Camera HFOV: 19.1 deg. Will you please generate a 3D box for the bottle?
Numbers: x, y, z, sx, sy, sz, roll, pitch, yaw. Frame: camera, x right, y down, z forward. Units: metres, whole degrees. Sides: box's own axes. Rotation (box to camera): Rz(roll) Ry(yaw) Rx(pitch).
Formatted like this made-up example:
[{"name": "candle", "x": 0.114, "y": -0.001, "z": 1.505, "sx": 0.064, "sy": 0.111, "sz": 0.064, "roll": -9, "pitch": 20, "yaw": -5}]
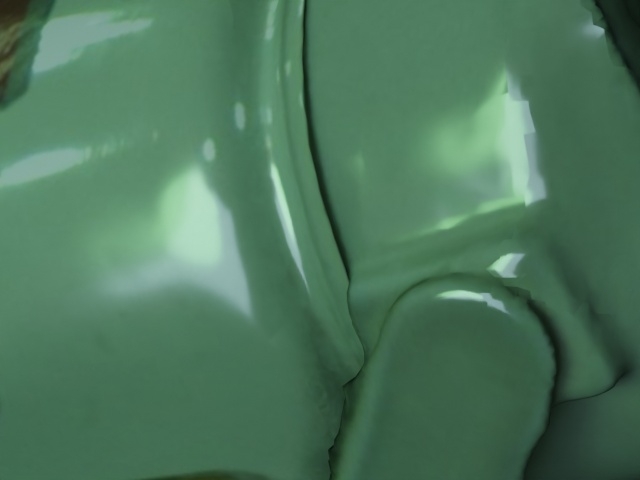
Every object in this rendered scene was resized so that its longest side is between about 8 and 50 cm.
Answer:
[{"name": "bottle", "x": 0.000, "y": 0.000, "z": 0.511, "sx": 0.351, "sy": 0.229, "sz": 0.229, "roll": -15, "pitch": 94, "yaw": 34}]
